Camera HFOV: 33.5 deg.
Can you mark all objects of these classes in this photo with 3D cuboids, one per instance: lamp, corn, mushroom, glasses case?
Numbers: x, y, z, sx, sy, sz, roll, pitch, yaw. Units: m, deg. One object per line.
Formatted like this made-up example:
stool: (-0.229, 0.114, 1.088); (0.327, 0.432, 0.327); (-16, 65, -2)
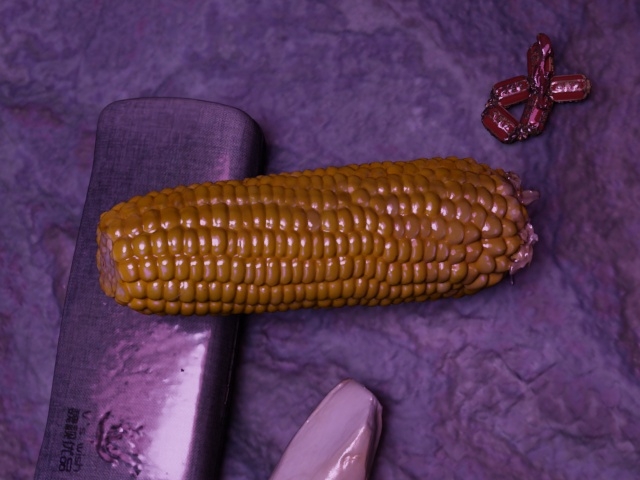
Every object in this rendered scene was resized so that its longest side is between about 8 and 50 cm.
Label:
lamp: (0.159, -0.112, 0.817); (0.083, 0.031, 0.063); (-41, 73, 3)
corn: (0.000, 0.000, 0.740); (0.305, 0.106, 0.106); (-6, 74, -15)
mushroom: (-0.026, 0.193, 0.756); (0.084, 0.071, 0.209); (33, 80, 41)
glasses case: (-0.124, 0.050, 0.802); (0.131, 0.074, 0.323); (5, 77, 12)
